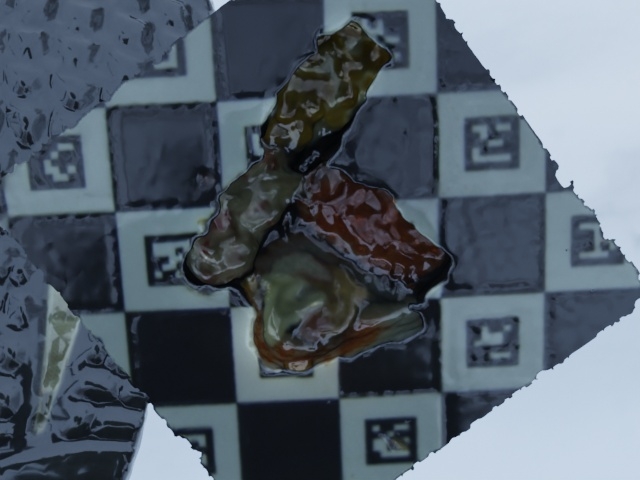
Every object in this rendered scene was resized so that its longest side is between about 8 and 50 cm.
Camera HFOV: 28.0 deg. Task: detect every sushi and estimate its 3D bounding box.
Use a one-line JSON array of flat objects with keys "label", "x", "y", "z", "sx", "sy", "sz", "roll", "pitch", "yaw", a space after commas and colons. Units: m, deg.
[{"label": "sushi", "x": 0.000, "y": 0.000, "z": 0.327, "sx": 0.120, "sy": 0.026, "sz": 0.126, "roll": -36, "pitch": 105, "yaw": 9}]

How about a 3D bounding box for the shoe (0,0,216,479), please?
[{"label": "shoe", "x": -0.134, "y": 0.001, "z": 0.695, "sx": 0.132, "sy": 0.171, "sz": 0.336, "roll": 11, "pitch": 75, "yaw": -10}]
